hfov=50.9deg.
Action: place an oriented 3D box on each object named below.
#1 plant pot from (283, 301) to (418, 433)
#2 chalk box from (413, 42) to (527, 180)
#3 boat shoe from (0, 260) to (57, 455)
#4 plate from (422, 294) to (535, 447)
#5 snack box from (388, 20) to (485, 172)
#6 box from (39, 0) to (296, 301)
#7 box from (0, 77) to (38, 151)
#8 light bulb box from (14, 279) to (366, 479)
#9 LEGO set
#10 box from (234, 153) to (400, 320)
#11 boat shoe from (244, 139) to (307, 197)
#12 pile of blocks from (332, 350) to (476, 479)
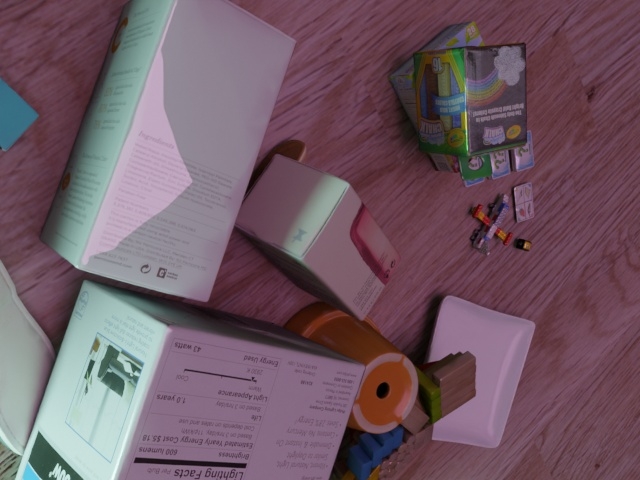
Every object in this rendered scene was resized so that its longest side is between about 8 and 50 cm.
[{"bbox_3d":[0.051,0.219,1.093,0.205,0.188,0.205,-6,101,-32],"label":"plant pot"},{"bbox_3d":[0.246,-0.208,1.104,0.132,0.132,0.213,-13,108,-27],"label":"chalk box"},{"bbox_3d":[-0.424,0.136,0.846,0.116,0.099,0.320,-58,144,-54],"label":"boat shoe"},{"bbox_3d":[0.293,0.265,1.342,0.277,0.045,0.278,18,88,-34],"label":"plate"},{"bbox_3d":[0.241,-0.255,1.208,0.174,0.070,0.207,-43,116,-18],"label":"snack box"},{"bbox_3d":[-0.201,-0.123,0.860,0.168,0.215,0.346,20,87,-34],"label":"box"},{"bbox_3d":[-0.427,-0.204,0.719,0.060,0.100,0.244,-53,143,-14],"label":"box"},{"bbox_3d":[-0.176,0.282,0.906,0.357,0.225,0.361,21,86,-44],"label":"light bulb box"},{"bbox_3d":[0.370,-0.081,1.330,0.182,0.060,0.245,-17,107,-25],"label":"LEGO set"},{"bbox_3d":[0.000,0.000,1.004,0.127,0.148,0.232,-56,145,-12],"label":"box"},{"bbox_3d":[-0.071,-0.079,1.049,0.170,0.063,0.059,-57,145,-12],"label":"boat shoe"},{"bbox_3d":[0.117,0.314,1.180,0.362,0.112,0.149,-45,135,-7],"label":"pile of blocks"}]
